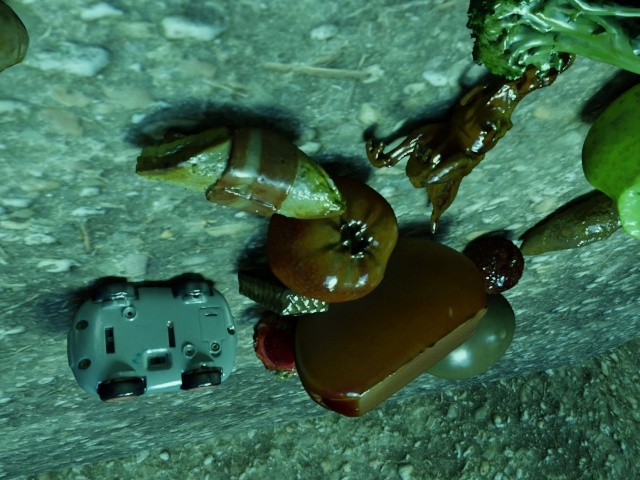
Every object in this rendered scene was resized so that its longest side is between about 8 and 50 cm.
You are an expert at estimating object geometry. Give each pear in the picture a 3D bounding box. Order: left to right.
[{"bbox_3d":[0.554,-0.138,0.858,0.318,0.238,0.342,-8,144,17],"label":"pear"}]

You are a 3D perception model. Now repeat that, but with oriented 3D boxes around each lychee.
[{"bbox_3d":[0.369,0.056,1.253,0.129,0.123,0.123,-20,157,38],"label":"lychee"}]

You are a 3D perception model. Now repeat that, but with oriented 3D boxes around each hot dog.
[{"bbox_3d":[-0.088,-0.092,0.727,0.262,0.093,0.123,17,150,-25],"label":"hot dog"}]

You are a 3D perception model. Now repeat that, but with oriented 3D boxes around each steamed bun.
[{"bbox_3d":[0.109,0.144,1.112,0.379,0.248,0.235,-31,155,-13],"label":"steamed bun"}]

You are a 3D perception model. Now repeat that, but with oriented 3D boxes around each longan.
[{"bbox_3d":[0.315,0.201,1.354,0.258,0.258,0.258,-13,154,-7],"label":"longan"}]

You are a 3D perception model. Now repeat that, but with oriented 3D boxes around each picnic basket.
[{"bbox_3d":[-0.066,0.088,1.017,0.110,0.054,0.193,-1,-174,-32],"label":"picnic basket"}]

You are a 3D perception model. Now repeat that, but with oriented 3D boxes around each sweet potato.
[{"bbox_3d":[0.564,-0.042,1.201,0.342,0.092,0.114,-28,168,25],"label":"sweet potato"}]

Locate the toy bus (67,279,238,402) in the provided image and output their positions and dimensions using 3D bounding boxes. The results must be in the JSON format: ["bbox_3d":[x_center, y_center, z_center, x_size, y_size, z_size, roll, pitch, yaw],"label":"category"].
[{"bbox_3d":[-0.308,0.196,1.061,0.288,0.194,0.232,-1,158,-29],"label":"toy bus"}]

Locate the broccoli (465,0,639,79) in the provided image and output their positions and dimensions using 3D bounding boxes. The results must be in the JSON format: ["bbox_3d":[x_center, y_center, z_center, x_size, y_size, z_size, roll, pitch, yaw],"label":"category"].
[{"bbox_3d":[0.279,-0.229,0.461,0.304,0.283,0.321,-29,171,3],"label":"broccoli"}]

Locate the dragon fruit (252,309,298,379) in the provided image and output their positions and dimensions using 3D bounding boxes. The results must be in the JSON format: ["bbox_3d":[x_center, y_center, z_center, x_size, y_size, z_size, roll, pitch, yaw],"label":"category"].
[{"bbox_3d":[-0.062,0.219,1.280,0.172,0.167,0.160,-33,145,-76],"label":"dragon fruit"}]

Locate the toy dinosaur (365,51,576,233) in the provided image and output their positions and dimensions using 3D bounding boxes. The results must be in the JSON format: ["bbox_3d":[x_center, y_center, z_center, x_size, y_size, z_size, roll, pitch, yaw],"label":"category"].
[{"bbox_3d":[0.170,-0.117,0.830,0.208,0.097,0.432,-15,159,-26],"label":"toy dinosaur"}]

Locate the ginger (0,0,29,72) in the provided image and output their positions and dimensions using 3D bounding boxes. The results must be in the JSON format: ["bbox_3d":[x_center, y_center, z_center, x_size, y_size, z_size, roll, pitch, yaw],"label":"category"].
[{"bbox_3d":[-0.299,-0.192,0.418,0.104,0.080,0.204,-24,152,2],"label":"ginger"}]

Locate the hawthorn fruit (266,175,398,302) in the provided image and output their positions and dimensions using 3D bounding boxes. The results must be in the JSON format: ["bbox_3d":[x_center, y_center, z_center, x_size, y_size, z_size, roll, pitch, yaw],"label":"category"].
[{"bbox_3d":[0.000,0.000,0.894,0.197,0.196,0.226,0,178,-30],"label":"hawthorn fruit"}]
